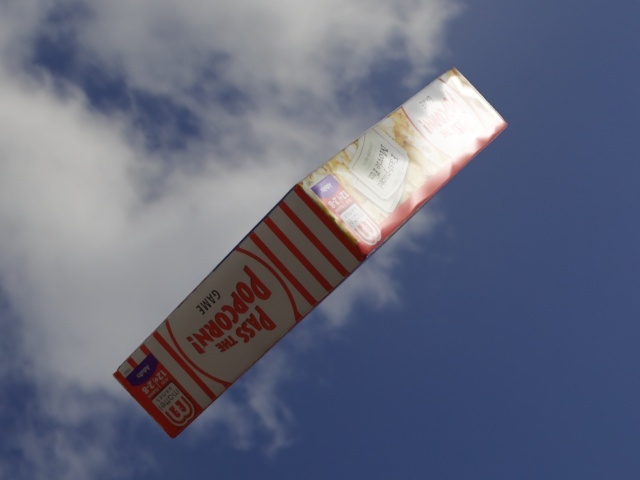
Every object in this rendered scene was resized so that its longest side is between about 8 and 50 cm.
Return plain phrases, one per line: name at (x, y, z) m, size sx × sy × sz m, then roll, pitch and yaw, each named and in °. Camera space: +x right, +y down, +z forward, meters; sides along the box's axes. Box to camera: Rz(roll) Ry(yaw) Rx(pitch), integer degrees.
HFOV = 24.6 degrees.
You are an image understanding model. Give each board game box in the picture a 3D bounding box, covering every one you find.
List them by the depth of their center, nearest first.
board game box at (0.000, 0.000, 0.716) m, size 0.045 × 0.193 × 0.147 m, roll 47°, pitch -57°, yaw 1°
